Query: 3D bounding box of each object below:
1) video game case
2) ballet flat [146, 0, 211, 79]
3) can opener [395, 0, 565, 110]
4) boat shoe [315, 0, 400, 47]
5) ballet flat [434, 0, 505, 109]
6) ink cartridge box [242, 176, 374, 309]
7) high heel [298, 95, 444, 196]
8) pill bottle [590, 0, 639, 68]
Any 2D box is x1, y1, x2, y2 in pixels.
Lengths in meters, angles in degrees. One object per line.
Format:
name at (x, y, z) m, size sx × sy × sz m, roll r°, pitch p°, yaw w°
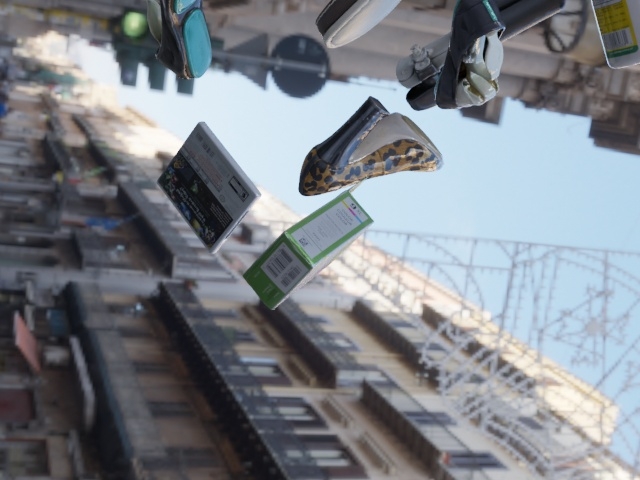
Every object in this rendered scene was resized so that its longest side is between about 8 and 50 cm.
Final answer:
video game case at (-0.215, -0.099, 1.796) m, size 0.190 × 0.022 × 0.173 m, roll 51°, pitch -57°, yaw 14°
ballet flat at (-0.209, -0.343, 1.341) m, size 0.095 × 0.096 × 0.280 m, roll -55°, pitch 166°, yaw -36°
can opener at (0.241, -0.305, 1.443) m, size 0.280 × 0.093 × 0.074 m, roll -31°, pitch -138°, yaw 17°
boat shoe at (0.108, -0.445, 1.511) m, size 0.324 × 0.097 × 0.116 m, roll -42°, pitch 170°, yaw 11°
ballet flat at (0.176, -0.200, 1.095) m, size 0.203 × 0.074 × 0.074 m, roll 91°, pitch -7°, yaw -61°
ink cartridge box at (0.000, 0.000, 1.266) m, size 0.062 × 0.209 × 0.109 m, roll 49°, pitch -49°, yaw 4°
high heel at (0.083, -0.116, 1.508) m, size 0.186 × 0.261 × 0.093 m, roll -45°, pitch -125°, yaw 16°
pill bottle at (0.445, -0.363, 1.354) m, size 0.117 × 0.117 × 0.208 m, roll 8°, pitch -61°, yaw 70°
